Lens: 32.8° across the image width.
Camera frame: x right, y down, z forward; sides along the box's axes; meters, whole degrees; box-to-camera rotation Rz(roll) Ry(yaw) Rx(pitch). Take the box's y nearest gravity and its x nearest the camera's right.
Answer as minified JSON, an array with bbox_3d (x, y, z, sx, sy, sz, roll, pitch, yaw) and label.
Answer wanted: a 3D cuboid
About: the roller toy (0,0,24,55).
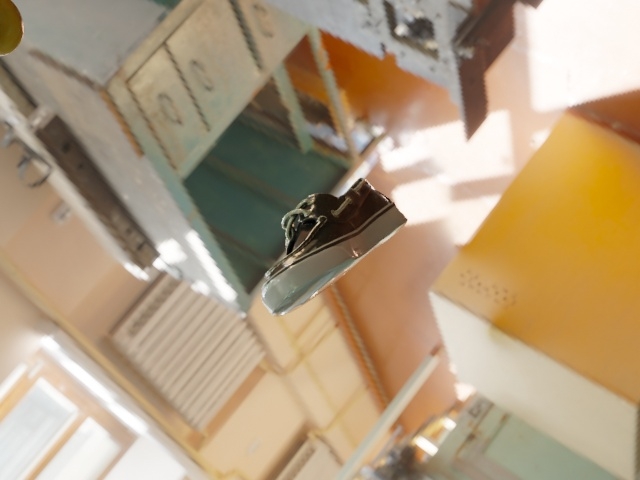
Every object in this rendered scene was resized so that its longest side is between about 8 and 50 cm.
[{"bbox_3d":[-0.456,-0.228,1.198,0.209,0.191,0.146,35,167,-9],"label":"roller toy"}]

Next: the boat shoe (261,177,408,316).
[{"bbox_3d":[0.000,0.000,0.936,0.070,0.219,0.078,50,120,4],"label":"boat shoe"}]
